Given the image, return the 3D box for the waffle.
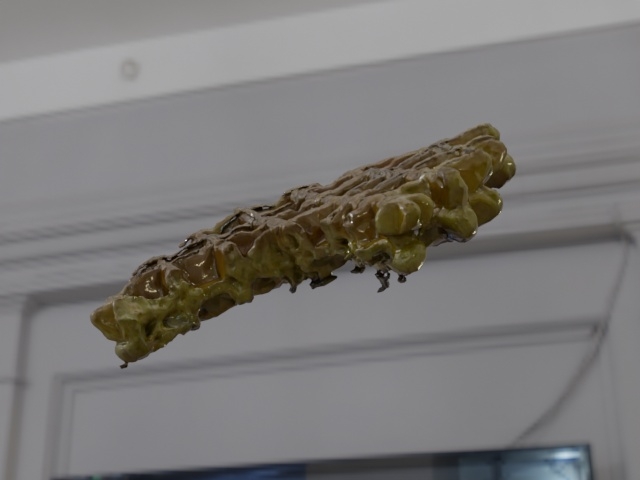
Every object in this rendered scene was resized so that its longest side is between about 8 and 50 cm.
[{"bbox_3d":[0.000,0.000,0.907,0.293,0.069,0.260,-17,11,26],"label":"waffle"}]
